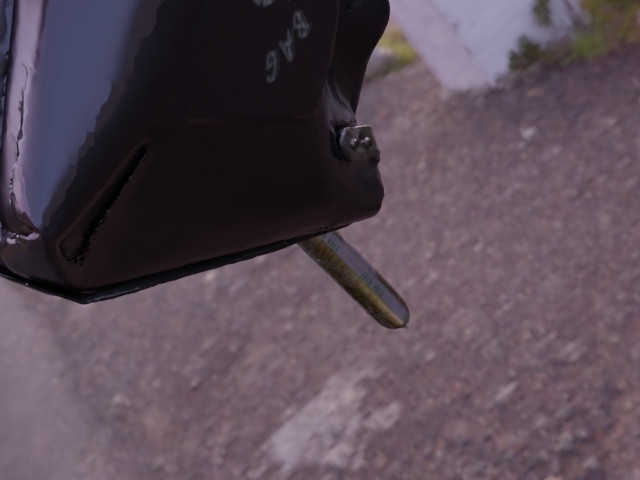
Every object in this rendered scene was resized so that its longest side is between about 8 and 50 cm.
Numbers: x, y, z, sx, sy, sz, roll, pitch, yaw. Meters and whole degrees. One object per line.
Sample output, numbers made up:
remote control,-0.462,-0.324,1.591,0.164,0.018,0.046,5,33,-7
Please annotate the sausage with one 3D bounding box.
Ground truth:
sausage,0.000,0.000,1.281,0.033,0.269,0.033,-23,45,24

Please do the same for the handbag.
handbag,-0.052,-0.136,0.851,0.152,0.342,0.288,14,9,41
